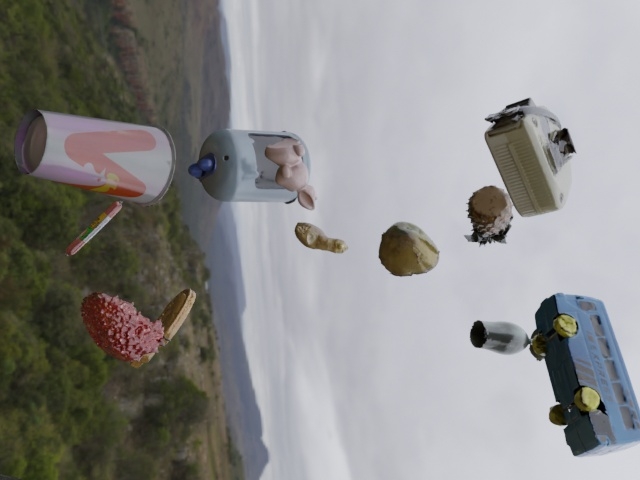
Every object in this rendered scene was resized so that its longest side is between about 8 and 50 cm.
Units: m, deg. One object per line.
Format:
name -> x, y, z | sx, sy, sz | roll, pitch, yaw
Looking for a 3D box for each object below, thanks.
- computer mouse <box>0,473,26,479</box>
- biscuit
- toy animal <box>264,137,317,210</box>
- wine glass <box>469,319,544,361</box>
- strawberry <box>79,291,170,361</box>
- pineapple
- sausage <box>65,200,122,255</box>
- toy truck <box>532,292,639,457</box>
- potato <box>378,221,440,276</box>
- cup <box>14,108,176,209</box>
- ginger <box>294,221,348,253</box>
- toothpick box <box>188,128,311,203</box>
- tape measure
computer mouse -> -0.451, 0.441, 0.983 | 0.168, 0.087, 0.295 | 35, -24, 37
biscuit -> -0.462, 0.253, 1.810 | 0.289, 0.044, 0.202 | -43, -159, 21
toy animal -> -0.082, -0.181, 1.783 | 0.124, 0.124, 0.212 | -113, -172, -69
wine glass -> 0.550, 0.288, 1.810 | 0.103, 0.222, 0.103 | -170, -90, -75
strawberry -> -0.434, 0.196, 1.305 | 0.208, 0.167, 0.086 | 44, 38, -45
pineapple -> 0.554, -0.059, 2.063 | 0.310, 0.170, 0.141 | 58, 9, -61
sausage -> -0.655, -0.036, 1.803 | 0.029, 0.223, 0.029 | 42, -9, 8
toy truck -> 0.640, 0.319, 1.516 | 0.161, 0.163, 0.384 | 103, -16, -57
potato -> 0.273, 0.011, 1.984 | 0.202, 0.182, 0.117 | 48, -14, 40
cup -> -0.489, -0.184, 1.351 | 0.203, 0.289, 0.202 | -5, -98, 38
ginger -> 0.000, 0.001, 1.790 | 0.096, 0.165, 0.067 | 47, 67, -82
toothpick box -> -0.240, -0.234, 1.998 | 0.263, 0.355, 0.262 | 5, -83, 48
tape measure -> 0.477, -0.215, 1.392 | 0.271, 0.133, 0.231 | 58, 42, -19
